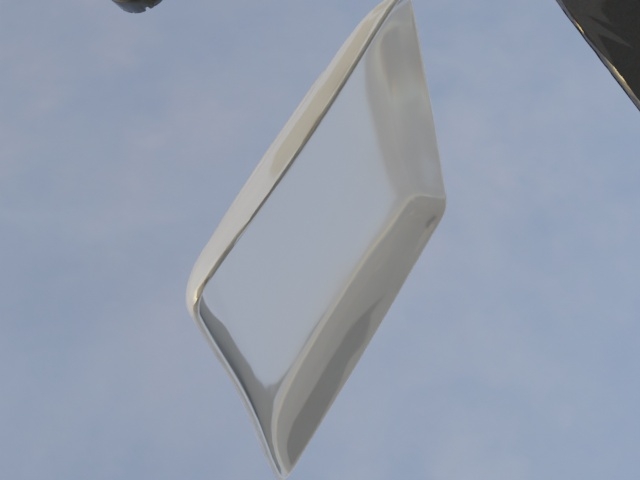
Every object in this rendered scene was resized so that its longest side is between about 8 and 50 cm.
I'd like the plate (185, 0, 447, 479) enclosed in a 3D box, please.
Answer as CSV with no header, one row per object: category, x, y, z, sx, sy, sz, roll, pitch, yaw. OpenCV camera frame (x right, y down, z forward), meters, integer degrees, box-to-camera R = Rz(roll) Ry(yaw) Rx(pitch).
plate,0.000,0.000,1.017,0.045,0.278,0.277,23,-115,24

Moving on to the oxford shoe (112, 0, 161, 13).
oxford shoe,-0.103,-0.281,1.067,0.227,0.083,0.096,-52,-35,3

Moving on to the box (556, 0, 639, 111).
box,0.304,-0.046,0.749,0.179,0.312,0.343,-39,-120,16
